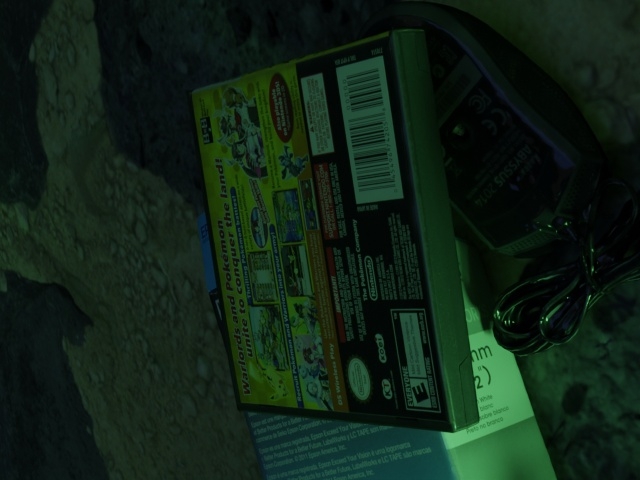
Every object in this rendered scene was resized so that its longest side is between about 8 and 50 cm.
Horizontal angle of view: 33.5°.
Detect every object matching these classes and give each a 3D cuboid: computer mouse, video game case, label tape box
[{"bbox_3d":[0.132,-0.063,0.778,0.272,0.072,0.188,51,134,7],"label":"computer mouse"},{"bbox_3d":[0.000,0.000,0.807,0.248,0.035,0.275,-5,94,49],"label":"video game case"},{"bbox_3d":[0.036,0.103,0.900,0.249,0.115,0.348,-27,75,49],"label":"label tape box"}]
